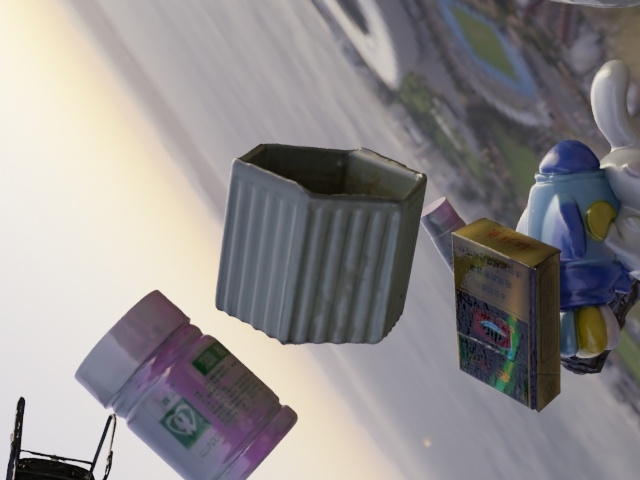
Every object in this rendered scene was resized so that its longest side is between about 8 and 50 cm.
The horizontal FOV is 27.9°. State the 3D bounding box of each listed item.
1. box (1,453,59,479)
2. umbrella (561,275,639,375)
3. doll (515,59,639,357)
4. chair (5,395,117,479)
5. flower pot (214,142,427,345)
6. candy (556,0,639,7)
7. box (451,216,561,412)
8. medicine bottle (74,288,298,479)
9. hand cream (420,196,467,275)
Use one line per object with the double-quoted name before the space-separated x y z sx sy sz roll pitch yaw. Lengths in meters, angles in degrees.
"box" -0.570 0.452 2.167 0.048 0.273 0.265 63 172 0
"umbrella" 0.515 0.082 2.208 0.118 0.340 0.118 32 -166 -9
"doll" 0.429 -0.027 1.890 0.376 0.365 0.187 49 167 20
"chair" -0.376 0.353 1.791 0.140 0.221 0.145 12 -158 -11
"flower pot" 0.000 0.000 1.516 0.209 0.239 0.190 -130 47 -64
"candy" 0.289 -0.475 1.653 0.427 0.186 0.386 47 152 -3
"box" 0.265 0.104 1.823 0.159 0.071 0.240 24 130 44
"medicine bottle" -0.219 0.259 2.129 0.325 0.212 0.212 42 175 5
"hand cream" 0.297 0.063 2.484 0.312 0.111 0.070 54 -151 -8
